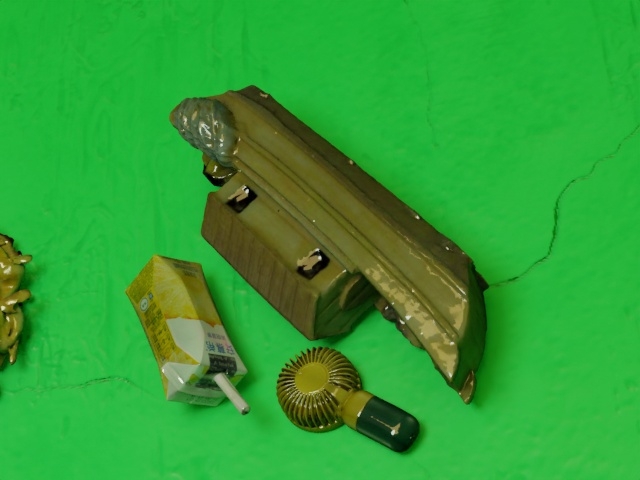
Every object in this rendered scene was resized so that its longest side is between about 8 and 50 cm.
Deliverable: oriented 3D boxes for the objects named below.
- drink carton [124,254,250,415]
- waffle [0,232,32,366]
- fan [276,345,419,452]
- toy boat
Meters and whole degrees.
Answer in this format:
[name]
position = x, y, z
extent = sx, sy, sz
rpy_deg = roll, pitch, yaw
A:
[drink carton]
position = -0.124, 0.110, 1.544
extent = 0.074, 0.084, 0.200
rpy_deg = -46, 50, 26
[waffle]
position = -0.502, 0.109, 1.672
extent = 0.382, 0.095, 0.379
rpy_deg = 17, 64, 24
[fan]
position = 0.027, 0.154, 1.492
extent = 0.155, 0.039, 0.082
rpy_deg = 24, 69, 28
[toy boat]
position = 0.000, 0.000, 1.544
extent = 0.162, 0.136, 0.445
rpy_deg = -46, 58, -7
